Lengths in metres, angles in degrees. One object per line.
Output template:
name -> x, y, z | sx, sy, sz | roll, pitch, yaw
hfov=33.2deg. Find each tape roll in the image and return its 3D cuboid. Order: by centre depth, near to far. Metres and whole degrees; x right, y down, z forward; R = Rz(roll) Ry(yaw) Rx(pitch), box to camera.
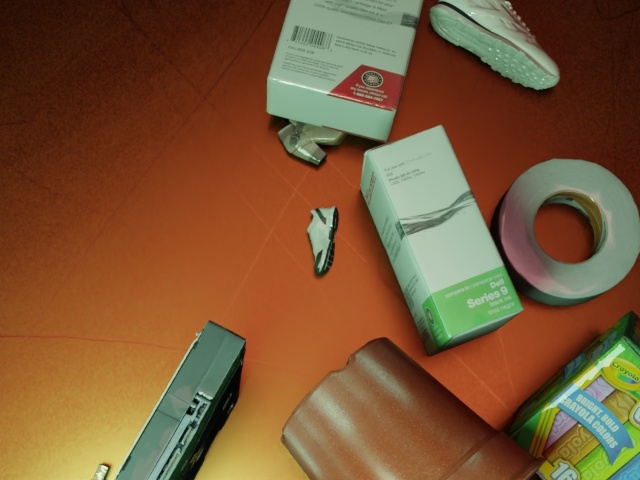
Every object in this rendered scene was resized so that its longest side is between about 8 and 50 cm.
tape roll -> 0.374, -0.013, 1.644 | 0.219, 0.072, 0.219 | 0, 78, -1

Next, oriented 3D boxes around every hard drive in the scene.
hard drive -> -0.184, 0.259, 1.415 | 0.064, 0.339, 0.237 | 27, 69, 4

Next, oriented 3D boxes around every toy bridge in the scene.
toy bridge -> -0.252, 0.385, 1.562 | 0.188, 0.026, 0.063 | 21, 78, 2

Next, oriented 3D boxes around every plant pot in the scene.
plant pot -> 0.106, 0.287, 1.414 | 0.272, 0.272, 0.265 | -41, 73, -9

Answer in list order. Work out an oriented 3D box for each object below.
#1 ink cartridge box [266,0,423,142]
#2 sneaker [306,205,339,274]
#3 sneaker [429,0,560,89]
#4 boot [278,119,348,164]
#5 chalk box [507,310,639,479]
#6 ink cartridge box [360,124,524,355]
ink cartridge box -> 0.045, -0.314, 1.660 | 0.197, 0.114, 0.273 | 14, 69, 1
sneaker -> 0.000, 0.000, 1.652 | 0.043, 0.040, 0.109 | 4, 73, 16
sneaker -> 0.291, -0.332, 1.709 | 0.235, 0.090, 0.095 | 36, 70, 5
boot -> -0.005, -0.178, 1.686 | 0.087, 0.042, 0.118 | 43, 79, 10
chalk box -> 0.427, 0.225, 1.483 | 0.179, 0.180, 0.289 | 46, 108, 8
ink cartridge box -> 0.168, 0.004, 1.562 | 0.121, 0.211, 0.289 | -21, 79, -5
